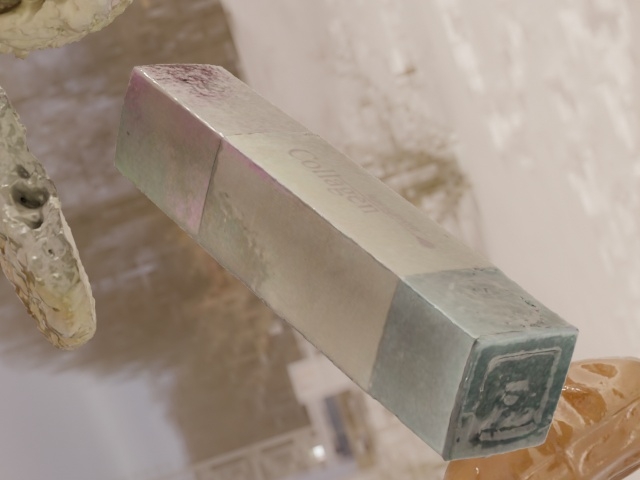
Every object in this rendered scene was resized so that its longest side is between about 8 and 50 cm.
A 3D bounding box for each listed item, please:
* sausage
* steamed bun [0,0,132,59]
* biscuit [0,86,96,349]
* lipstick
[{"bbox_3d":[0.226,0.191,1.768,0.120,0.241,0.136,57,173,-16],"label":"sausage"},{"bbox_3d":[-0.167,-0.133,0.879,0.225,0.200,0.170,-93,1,-86],"label":"steamed bun"},{"bbox_3d":[-0.184,-0.032,1.098,0.265,0.040,0.188,48,158,50],"label":"biscuit"},{"bbox_3d":[0.000,0.000,0.969,0.317,0.066,0.068,39,124,44],"label":"lipstick"}]
